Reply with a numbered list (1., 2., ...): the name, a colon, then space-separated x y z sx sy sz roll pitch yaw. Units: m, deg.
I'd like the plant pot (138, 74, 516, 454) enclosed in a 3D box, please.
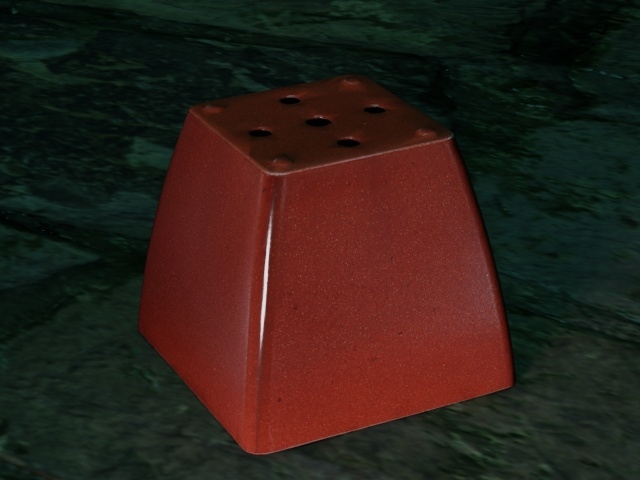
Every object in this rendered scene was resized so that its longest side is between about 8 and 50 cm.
1. plant pot: 0.000 0.000 1.639 0.267 0.235 0.267 -13 29 -24
